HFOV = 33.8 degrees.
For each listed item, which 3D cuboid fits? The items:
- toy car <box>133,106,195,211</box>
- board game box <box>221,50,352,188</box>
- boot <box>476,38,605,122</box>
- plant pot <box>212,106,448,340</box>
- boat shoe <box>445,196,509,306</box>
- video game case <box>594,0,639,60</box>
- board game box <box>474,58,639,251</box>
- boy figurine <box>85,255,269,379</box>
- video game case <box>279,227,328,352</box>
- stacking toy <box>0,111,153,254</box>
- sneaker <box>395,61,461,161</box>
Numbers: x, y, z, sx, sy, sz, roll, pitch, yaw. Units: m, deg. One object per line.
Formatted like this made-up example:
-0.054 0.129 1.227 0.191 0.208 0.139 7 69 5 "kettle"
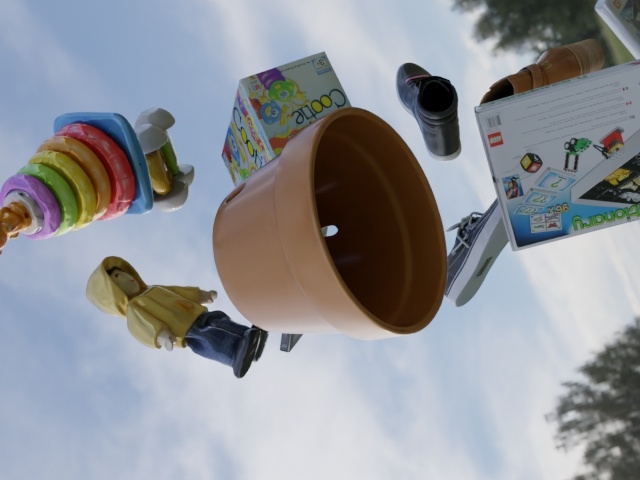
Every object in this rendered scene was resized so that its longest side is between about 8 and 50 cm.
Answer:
-0.310 -0.136 1.872 0.182 0.136 0.159 -86 -21 -62 "toy car"
-0.051 -0.148 1.620 0.142 0.144 0.275 65 162 12 "board game box"
0.370 -0.227 1.875 0.109 0.220 0.283 56 151 17 "boot"
0.000 0.000 1.344 0.291 0.203 0.291 29 -129 -45 "plant pot"
0.324 -0.003 2.195 0.113 0.306 0.105 -21 -124 -40 "boat shoe"
0.460 -0.294 1.392 0.201 0.023 0.183 44 -121 -18 "video game case"
0.366 -0.117 1.334 0.053 0.305 0.193 -70 -36 -73 "board game box"
-0.216 0.107 1.583 0.177 0.285 0.092 -42 -28 -60 "boy figurine"
-0.027 0.061 2.085 0.196 0.026 0.274 -47 -32 -68 "video game case"
-0.404 -0.060 1.559 0.302 0.165 0.175 -45 -52 -49 "stacking toy"
0.232 -0.319 2.250 0.147 0.104 0.296 81 172 -50 "sneaker"
